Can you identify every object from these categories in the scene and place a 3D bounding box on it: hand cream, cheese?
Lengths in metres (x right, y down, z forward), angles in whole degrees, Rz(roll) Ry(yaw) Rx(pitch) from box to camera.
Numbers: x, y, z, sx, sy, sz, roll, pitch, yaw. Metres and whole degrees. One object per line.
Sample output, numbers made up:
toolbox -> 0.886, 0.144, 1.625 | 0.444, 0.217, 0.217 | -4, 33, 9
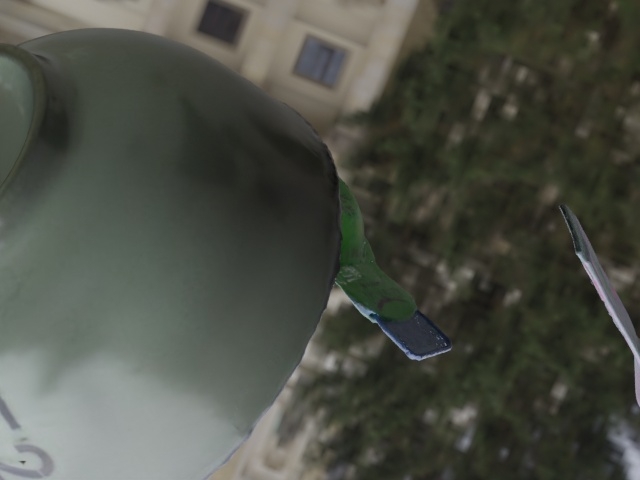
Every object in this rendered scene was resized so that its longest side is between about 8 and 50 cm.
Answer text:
hand cream -> 0.292, 0.082, 1.797 | 0.079, 0.050, 0.275 | 34, 160, 55
cheese -> 0.000, 0.000, 1.809 | 0.320, 0.083, 0.204 | 47, -158, 17

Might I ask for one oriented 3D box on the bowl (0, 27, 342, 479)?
bowl -> -0.180, -0.001, 1.158 | 0.185, 0.354, 0.354 | 44, 174, -41
